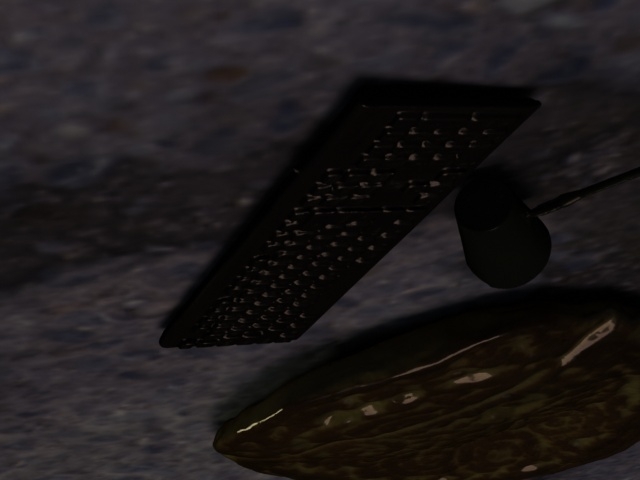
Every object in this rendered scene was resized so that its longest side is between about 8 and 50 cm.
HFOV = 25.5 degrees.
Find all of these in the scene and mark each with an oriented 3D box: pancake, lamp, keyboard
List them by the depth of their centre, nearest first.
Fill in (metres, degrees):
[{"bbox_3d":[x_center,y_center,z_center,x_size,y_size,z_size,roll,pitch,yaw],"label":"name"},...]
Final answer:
[{"bbox_3d":[0.101,-0.017,0.481,0.121,0.041,0.054,-14,152,16],"label":"lamp"},{"bbox_3d":[0.000,0.000,0.508,0.067,0.011,0.202,0,155,-25],"label":"keyboard"},{"bbox_3d":[0.071,0.089,0.717,0.250,0.031,0.250,-8,156,-4],"label":"pancake"}]
